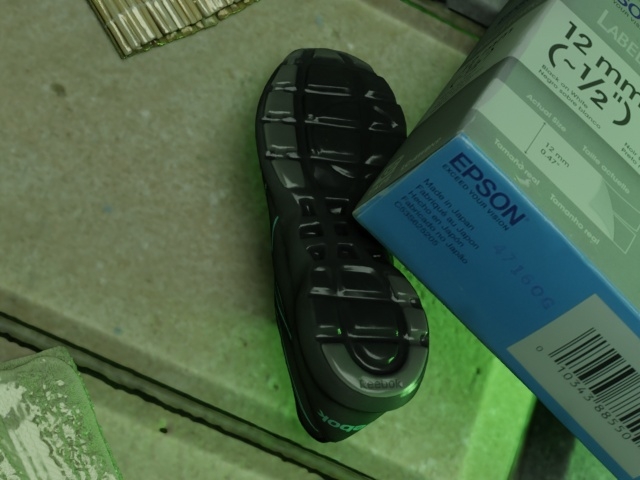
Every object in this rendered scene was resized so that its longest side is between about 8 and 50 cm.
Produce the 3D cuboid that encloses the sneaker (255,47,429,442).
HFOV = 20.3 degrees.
[{"bbox_3d":[0.000,0.000,1.121,0.101,0.106,0.267,5,58,-16],"label":"sneaker"}]

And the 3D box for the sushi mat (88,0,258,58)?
[{"bbox_3d":[-0.146,-0.281,1.177,0.151,0.019,0.316,-31,89,-27],"label":"sushi mat"}]

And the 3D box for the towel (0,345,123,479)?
[{"bbox_3d":[-0.169,0.143,1.049,0.110,0.027,0.148,-22,85,-24],"label":"towel"}]

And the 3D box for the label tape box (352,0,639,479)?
[{"bbox_3d":[0.205,-0.048,1.149,0.249,0.115,0.347,44,46,-7],"label":"label tape box"}]
